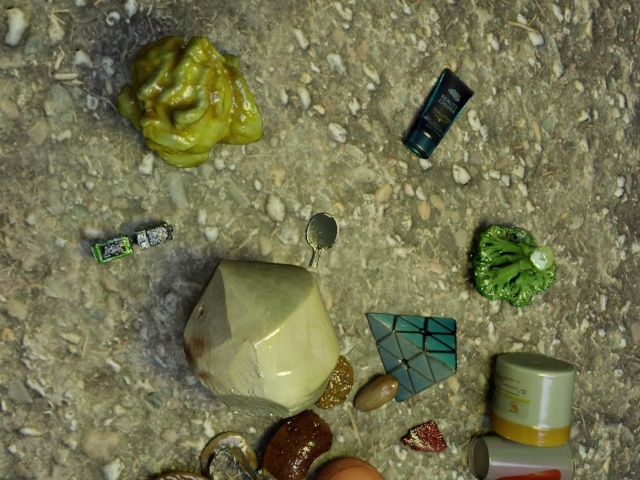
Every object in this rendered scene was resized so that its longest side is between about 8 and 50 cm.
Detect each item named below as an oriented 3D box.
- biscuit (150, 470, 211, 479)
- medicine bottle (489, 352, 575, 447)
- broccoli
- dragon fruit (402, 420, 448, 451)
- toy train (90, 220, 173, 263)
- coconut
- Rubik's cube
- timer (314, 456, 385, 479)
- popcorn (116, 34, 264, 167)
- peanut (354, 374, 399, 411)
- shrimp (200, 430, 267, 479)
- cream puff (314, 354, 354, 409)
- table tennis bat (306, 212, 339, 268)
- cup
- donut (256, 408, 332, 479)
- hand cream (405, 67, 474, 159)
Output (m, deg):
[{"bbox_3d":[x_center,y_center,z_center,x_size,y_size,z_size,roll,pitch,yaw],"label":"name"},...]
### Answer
[{"bbox_3d":[-0.376,0.723,1.563,0.262,0.037,0.261,-2,104,-10],"label":"biscuit"},{"bbox_3d":[0.658,0.488,1.842,0.238,0.238,0.231,2,94,-21],"label":"medicine bottle"},{"bbox_3d":[0.597,0.072,1.753,0.269,0.269,0.253,3,80,-21],"label":"broccoli"},{"bbox_3d":[0.316,0.627,1.836,0.132,0.063,0.097,-12,68,-19],"label":"dragon fruit"},{"bbox_3d":[-0.455,0.003,1.440,0.202,0.081,0.060,-21,103,-18],"label":"toy train"},{"bbox_3d":[-0.161,0.225,1.431,0.416,0.344,0.414,7,120,13],"label":"coconut"},{"bbox_3d":[0.290,0.325,1.730,0.234,0.228,0.229,-15,149,16],"label":"Rubik's cube"},{"bbox_3d":[0.085,0.736,1.668,0.230,0.215,0.229,-1,93,-15],"label":"timer"},{"bbox_3d":[-0.282,-0.324,1.364,0.326,0.290,0.321,31,87,-2],"label":"popcorn"},{"bbox_3d":[0.167,0.450,1.735,0.152,0.076,0.076,-36,109,9],"label":"peanut"},{"bbox_3d":[-0.236,0.631,1.618,0.152,0.046,0.219,-36,104,-14],"label":"shrimp"},{"bbox_3d":[0.024,0.392,1.652,0.150,0.115,0.165,-17,103,-21],"label":"cream puff"},{"bbox_3d":[0.000,0.000,1.650,0.095,0.014,0.157,16,89,-23],"label":"table tennis bat"},{"bbox_3d":[0.634,0.702,1.898,0.289,0.203,0.202,8,94,-15],"label":"cup"},{"bbox_3d":[-0.066,0.572,1.618,0.187,0.126,0.144,-17,118,-44],"label":"donut"},{"bbox_3d":[0.344,-0.366,1.722,0.120,0.061,0.270,37,75,-16],"label":"hand cream"}]
